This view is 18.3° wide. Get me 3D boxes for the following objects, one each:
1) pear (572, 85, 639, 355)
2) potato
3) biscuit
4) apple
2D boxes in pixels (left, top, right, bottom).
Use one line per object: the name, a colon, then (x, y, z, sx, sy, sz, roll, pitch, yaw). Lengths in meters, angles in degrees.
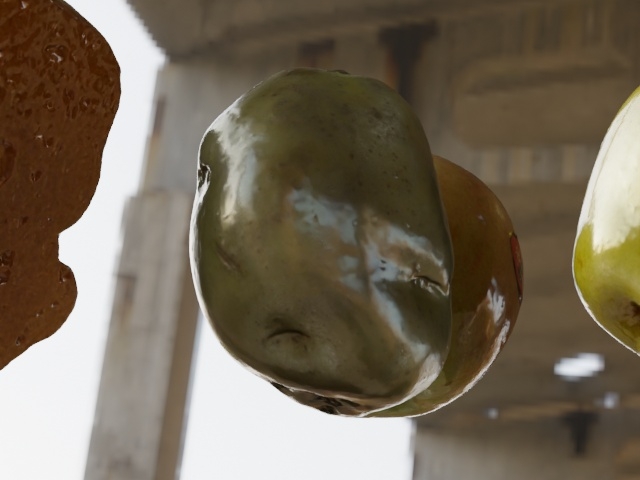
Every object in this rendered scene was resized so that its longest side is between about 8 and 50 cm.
pear: (0.467, -0.032, 2.175, 0.362, 0.418, 0.362, 40, -20, 17)
potato: (0.000, 0.000, 1.784, 0.243, 0.326, 0.221, -3, -16, -34)
biscuit: (-0.349, -0.061, 1.902, 0.078, 0.455, 0.349, 25, 19, 32)
apple: (0.077, 0.058, 2.374, 0.338, 0.305, 0.338, 6, -47, 7)
